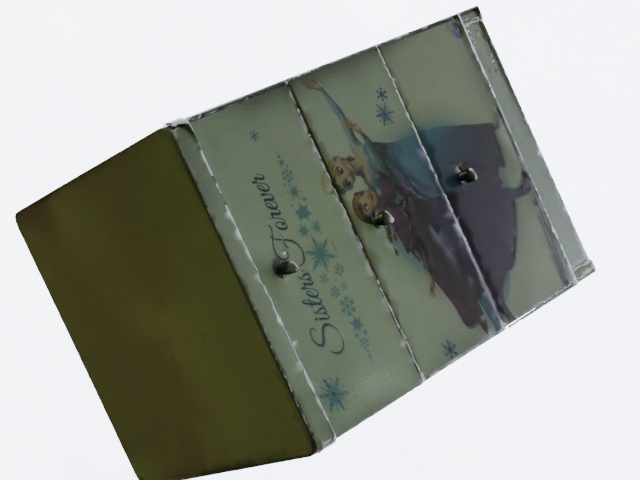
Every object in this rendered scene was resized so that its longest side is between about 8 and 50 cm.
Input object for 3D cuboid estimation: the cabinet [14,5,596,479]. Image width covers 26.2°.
[{"bbox_3d":[0.000,0.000,0.656,0.150,0.206,0.145,-22,-87,51],"label":"cabinet"}]
